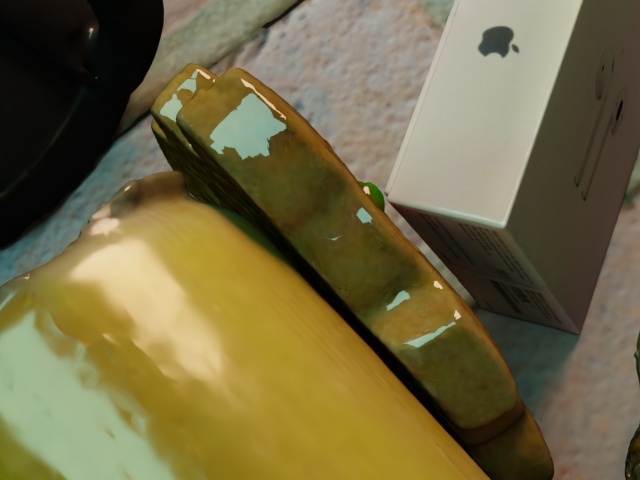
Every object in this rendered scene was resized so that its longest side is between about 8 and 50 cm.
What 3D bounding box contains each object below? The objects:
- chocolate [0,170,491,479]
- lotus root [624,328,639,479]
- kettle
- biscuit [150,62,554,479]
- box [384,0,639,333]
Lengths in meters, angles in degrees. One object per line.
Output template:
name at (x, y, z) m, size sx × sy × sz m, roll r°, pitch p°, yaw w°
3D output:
chocolate at (0.053, 0.187, 0.370) m, size 0.162 × 0.162 × 0.445 m, roll -45°, pitch 76°, yaw 2°
lotus root at (0.174, 0.023, 0.460) m, size 0.183 × 0.077 × 0.090 m, roll -49°, pitch 52°, yaw -4°
kettle at (-0.225, -0.116, 0.581) m, size 0.251 × 0.271 × 0.207 m, roll 40°, pitch 89°, yaw 32°
biscuit at (0.000, 0.000, 0.496) m, size 0.041 × 0.212 × 0.239 m, roll -45°, pitch 33°, yaw -4°
box at (0.085, -0.046, 0.496) m, size 0.051 × 0.130 × 0.129 m, roll 15°, pitch 77°, yaw 26°
